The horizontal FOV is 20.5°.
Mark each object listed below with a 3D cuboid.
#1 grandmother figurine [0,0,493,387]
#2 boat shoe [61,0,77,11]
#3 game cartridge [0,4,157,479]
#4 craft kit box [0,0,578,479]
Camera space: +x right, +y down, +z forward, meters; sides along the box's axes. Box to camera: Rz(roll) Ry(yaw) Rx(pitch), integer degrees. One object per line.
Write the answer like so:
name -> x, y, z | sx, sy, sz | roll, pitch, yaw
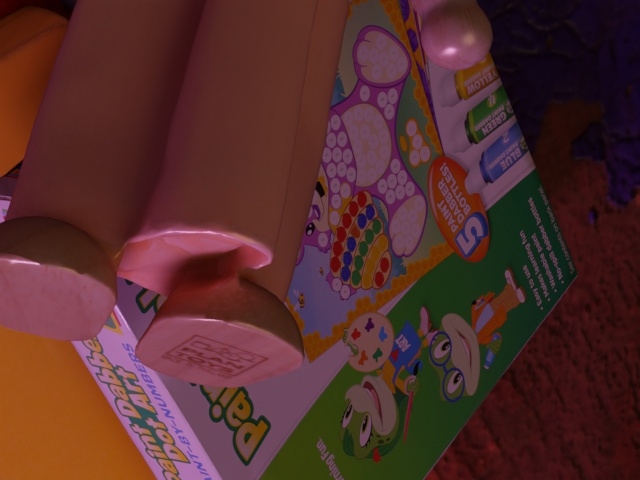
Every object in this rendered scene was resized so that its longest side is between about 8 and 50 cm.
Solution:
grandmother figurine -> -0.024, -0.121, 0.671 | 0.208, 0.104, 0.342 | 22, 65, -26
boat shoe -> -0.113, -0.144, 0.703 | 0.040, 0.049, 0.142 | -46, 125, -15
game cartridge -> -0.165, 0.106, 0.758 | 0.285, 0.053, 0.323 | -35, 121, -21
craft kit box -> 0.000, 0.000, 0.794 | 0.246, 0.061, 0.250 | -47, 127, -28
